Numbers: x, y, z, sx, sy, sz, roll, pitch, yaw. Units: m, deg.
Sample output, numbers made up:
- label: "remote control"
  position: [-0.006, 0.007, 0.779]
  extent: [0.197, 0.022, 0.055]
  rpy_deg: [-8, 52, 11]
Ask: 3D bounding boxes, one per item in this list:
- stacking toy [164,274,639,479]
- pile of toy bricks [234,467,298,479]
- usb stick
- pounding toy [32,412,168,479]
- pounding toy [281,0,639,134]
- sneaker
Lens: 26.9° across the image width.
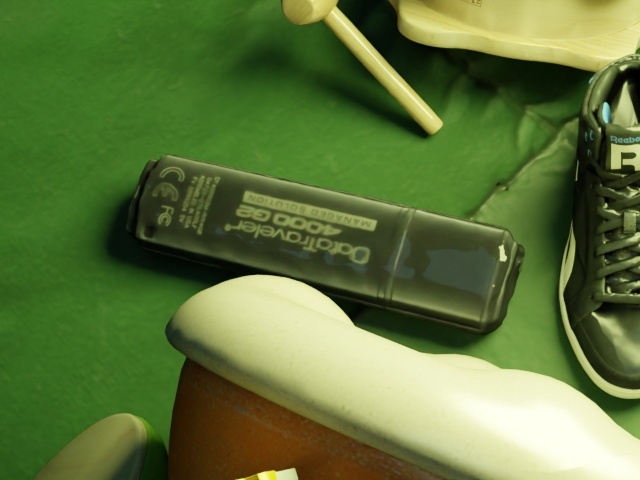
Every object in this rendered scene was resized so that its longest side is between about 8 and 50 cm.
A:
- label: "stacking toy"
  position: [0.010, 0.287, 0.681]
  extent: [0.350, 0.350, 0.480]
  rpy_deg: [21, 86, 19]
- label: "pile of toy bricks"
  position: [-0.100, 0.170, 0.565]
  extent: [0.212, 0.105, 0.118]
  rpy_deg: [-28, 72, 41]
- label: "usb stick"
  position: [0.000, 0.000, 0.925]
  extent: [0.278, 0.045, 0.077]
  rpy_deg: [13, 75, 16]
- label: "pounding toy"
  position: [-0.130, 0.224, 0.801]
  extent: [0.183, 0.110, 0.237]
  rpy_deg: [-41, 22, 22]
- label: "pounding toy"
  position: [0.115, -0.177, 0.973]
  extent: [0.269, 0.155, 0.154]
  rpy_deg: [10, 39, 5]
- label: "sneaker"
  position: [0.190, -0.018, 0.854]
  extent: [0.079, 0.121, 0.217]
  rpy_deg: [-2, 65, 11]
